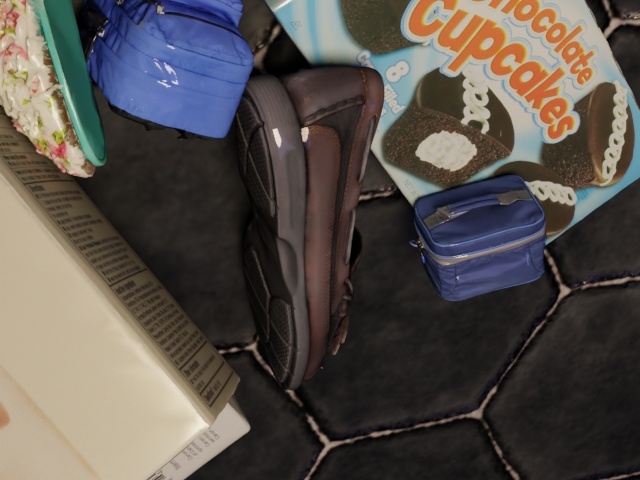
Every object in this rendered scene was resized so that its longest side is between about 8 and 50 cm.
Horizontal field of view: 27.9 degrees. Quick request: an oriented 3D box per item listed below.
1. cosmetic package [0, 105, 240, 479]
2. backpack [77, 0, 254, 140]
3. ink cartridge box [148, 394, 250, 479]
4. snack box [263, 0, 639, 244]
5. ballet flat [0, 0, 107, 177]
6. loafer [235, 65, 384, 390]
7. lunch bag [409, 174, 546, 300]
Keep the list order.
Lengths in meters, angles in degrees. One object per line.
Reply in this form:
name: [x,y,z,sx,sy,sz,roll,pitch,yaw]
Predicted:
cosmetic package: [-0.193,0.020,0.749,0.129,0.153,0.296,-39,90,5]
backpack: [-0.097,-0.124,0.806,0.098,0.120,0.101,9,118,-28]
ink cartridge box: [-0.223,0.135,0.930,0.273,0.114,0.197,-37,129,2]
snack box: [0.112,-0.120,0.941,0.187,0.060,0.322,-36,129,4]
ballet flat: [-0.186,-0.149,0.746,0.077,0.091,0.241,-11,97,6]
loafer: [0.000,0.000,0.920,0.095,0.109,0.303,-18,142,-14]
lunch bag: [0.113,-0.005,0.940,0.098,0.067,0.065,-15,128,-8]
